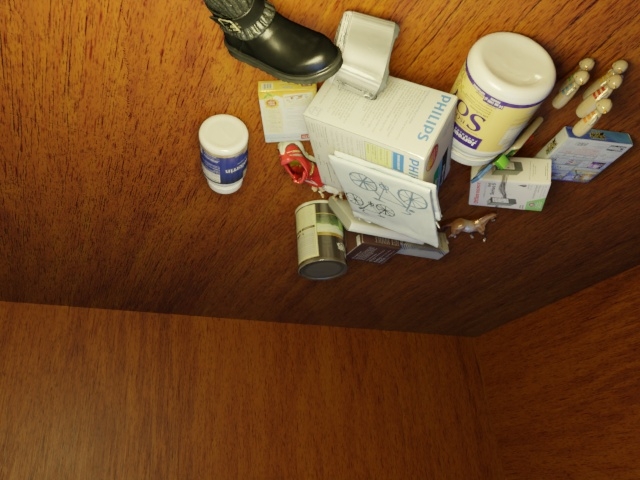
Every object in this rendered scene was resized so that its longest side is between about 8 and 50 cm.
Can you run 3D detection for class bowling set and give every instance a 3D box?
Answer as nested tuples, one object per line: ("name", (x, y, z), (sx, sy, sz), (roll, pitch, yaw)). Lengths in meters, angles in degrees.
("bowling set", (0.749, -0.453, 1.513), (0.200, 0.287, 0.154), (33, 140, 0))

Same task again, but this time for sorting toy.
("sorting toy", (0.614, -0.293, 1.678), (0.047, 0.347, 0.196), (45, 154, 0))

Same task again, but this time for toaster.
("toaster", (0.106, -0.480, 1.332), (0.147, 0.227, 0.129), (15, 175, -9))

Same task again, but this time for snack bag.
("snack bag", (0.202, -0.111, 1.522), (0.323, 0.037, 0.342), (22, 161, 27))

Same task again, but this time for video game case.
("video game case", (0.943, -0.312, 1.934), (0.270, 0.061, 0.244), (3, 152, -14))

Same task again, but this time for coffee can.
("coffee can", (0.000, 0.000, 2.165), (0.202, 0.275, 0.201), (-4, 153, -2))

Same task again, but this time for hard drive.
("hard drive", (0.226, -0.080, 2.116), (0.353, 0.233, 0.047), (11, 115, -27))

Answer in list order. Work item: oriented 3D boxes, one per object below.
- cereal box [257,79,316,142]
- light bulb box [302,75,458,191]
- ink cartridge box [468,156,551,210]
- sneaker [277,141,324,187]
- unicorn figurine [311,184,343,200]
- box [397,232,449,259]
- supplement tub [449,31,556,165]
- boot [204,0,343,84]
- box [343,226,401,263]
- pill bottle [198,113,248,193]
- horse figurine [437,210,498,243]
("cereal box", (-0.096, -0.396, 1.622), (0.173, 0.047, 0.240), (-3, 154, -2))
("light bulb box", (0.181, -0.279, 1.531), (0.361, 0.225, 0.358), (24, 161, 19))
("ink cartridge box", (0.697, -0.214, 1.957), (0.273, 0.114, 0.198), (6, 155, 16))
("sneaker", (-0.069, -0.244, 1.848), (0.107, 0.118, 0.279), (-17, 150, 25))
("unicorn figurine", (0.044, -0.191, 2.015), (0.162, 0.111, 0.060), (32, 114, -19))
("box", (0.453, 0.008, 2.438), (0.275, 0.113, 0.094), (7, 150, -25))
("supplement tub", (0.486, -0.392, 1.507), (0.241, 0.241, 0.331), (0, 152, -9))
("boot", (-0.125, -0.503, 1.190), (0.348, 0.131, 0.260), (21, 161, 20))
("box", (0.216, -0.015, 2.287), (0.203, 0.168, 0.167), (10, 150, -26))
("pill bottle", (-0.314, -0.273, 1.716), (0.153, 0.153, 0.264), (0, 154, -9))
("horse figurine", (0.662, -0.055, 2.386), (0.263, 0.066, 0.174), (-1, 144, 4))
